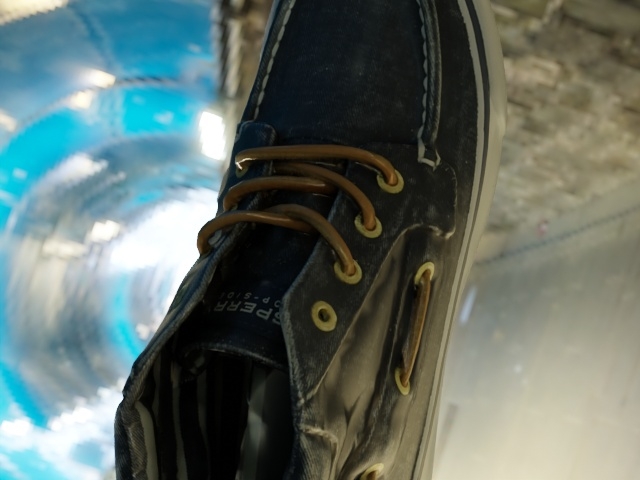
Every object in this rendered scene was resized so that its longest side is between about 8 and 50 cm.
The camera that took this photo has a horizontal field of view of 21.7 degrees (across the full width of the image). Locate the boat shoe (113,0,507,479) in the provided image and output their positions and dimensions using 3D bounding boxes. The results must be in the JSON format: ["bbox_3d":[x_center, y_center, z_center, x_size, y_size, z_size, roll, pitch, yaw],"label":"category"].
[{"bbox_3d":[0.000,0.000,0.390,0.083,0.065,0.183,14,-99,-68],"label":"boat shoe"}]
